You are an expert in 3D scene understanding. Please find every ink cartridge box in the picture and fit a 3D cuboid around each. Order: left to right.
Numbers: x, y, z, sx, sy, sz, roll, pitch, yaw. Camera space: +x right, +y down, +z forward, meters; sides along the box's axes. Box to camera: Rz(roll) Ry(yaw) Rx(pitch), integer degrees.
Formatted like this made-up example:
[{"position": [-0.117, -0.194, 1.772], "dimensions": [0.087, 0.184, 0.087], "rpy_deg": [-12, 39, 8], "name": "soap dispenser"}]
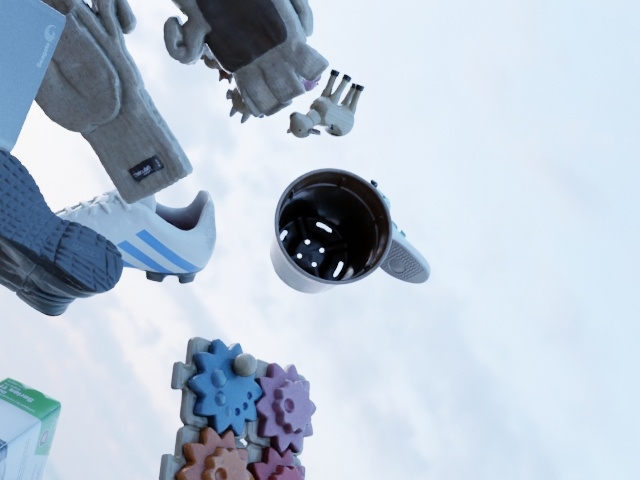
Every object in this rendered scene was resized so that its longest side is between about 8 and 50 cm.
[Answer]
[{"position": [-0.399, 0.269, 1.125], "dimensions": [0.087, 0.208, 0.153], "rpy_deg": [24, -70, 12], "name": "ink cartridge box"}]

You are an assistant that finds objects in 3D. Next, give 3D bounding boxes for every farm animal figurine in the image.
[{"position": [-0.086, -0.285, 1.853], "dimensions": [0.330, 0.172, 0.327], "rpy_deg": [26, 2, -1], "name": "farm animal figurine"}]

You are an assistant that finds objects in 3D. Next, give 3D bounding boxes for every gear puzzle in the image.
[{"position": [-0.063, 0.254, 0.840], "dimensions": [0.044, 0.339, 0.175], "rpy_deg": [-15, -30, 36], "name": "gear puzzle"}]

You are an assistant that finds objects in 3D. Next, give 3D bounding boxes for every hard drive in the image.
[{"position": [-0.214, -0.116, 0.575], "dimensions": [0.022, 0.094, 0.135], "rpy_deg": [19, -4, 29], "name": "hard drive"}]

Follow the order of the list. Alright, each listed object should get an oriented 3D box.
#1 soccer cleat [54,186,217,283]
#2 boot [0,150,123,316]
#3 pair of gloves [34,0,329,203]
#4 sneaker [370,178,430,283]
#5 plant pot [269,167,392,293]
[{"position": [-0.296, -0.021, 1.336], "dimensions": [0.116, 0.331, 0.143], "rpy_deg": [53, -45, 48], "name": "soccer cleat"}, {"position": [-0.344, -0.003, 1.070], "dimensions": [0.161, 0.083, 0.246], "rpy_deg": [-21, -56, 44], "name": "boot"}, {"position": [-0.124, -0.156, 0.753], "dimensions": [0.240, 0.042, 0.204], "rpy_deg": [-31, -73, 30], "name": "pair of gloves"}, {"position": [0.146, -0.027, 2.074], "dimensions": [0.256, 0.151, 0.094], "rpy_deg": [37, -46, 7], "name": "sneaker"}, {"position": [0.000, 0.000, 1.432], "dimensions": [0.167, 0.167, 0.165], "rpy_deg": [51, -20, 3], "name": "plant pot"}]
